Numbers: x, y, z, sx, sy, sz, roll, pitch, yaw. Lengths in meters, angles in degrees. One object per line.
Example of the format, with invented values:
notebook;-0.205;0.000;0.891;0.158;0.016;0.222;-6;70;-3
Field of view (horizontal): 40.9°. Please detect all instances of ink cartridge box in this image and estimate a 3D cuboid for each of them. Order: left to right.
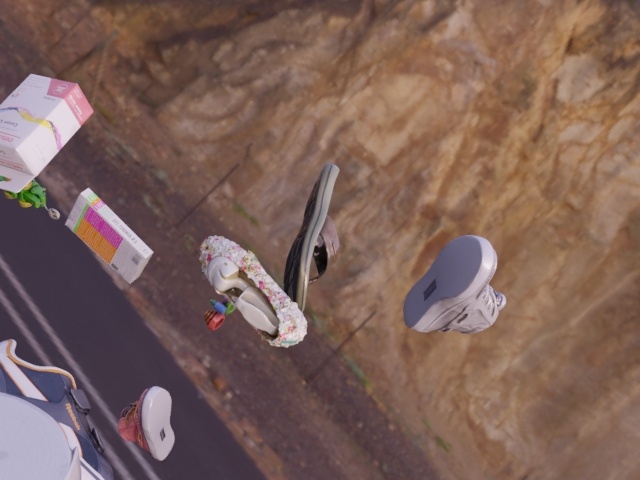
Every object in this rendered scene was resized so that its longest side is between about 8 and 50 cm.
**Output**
ink cartridge box;-0.481;-0.177;1.399;0.115;0.198;0.067;15;-33;28

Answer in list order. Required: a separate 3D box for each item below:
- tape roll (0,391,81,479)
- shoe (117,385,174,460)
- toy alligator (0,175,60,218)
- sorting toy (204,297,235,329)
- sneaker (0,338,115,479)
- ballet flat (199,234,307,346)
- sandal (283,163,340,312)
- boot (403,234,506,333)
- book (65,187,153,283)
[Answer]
tape roll;-0.420;0.249;0.777;0.392;0.391;0.072;-134;-138;-66
shoe;-0.284;0.281;1.363;0.081;0.063;0.178;22;-40;16
toy alligator;-0.583;-0.099;1.735;0.189;0.051;0.056;28;-47;17
sorting toy;-0.225;0.151;1.916;0.042;0.102;0.061;37;-12;16
sneaker;-0.365;0.265;1.195;0.321;0.126;0.127;45;45;-4
ballet flat;-0.119;0.077;1.354;0.241;0.091;0.077;40;27;20
sandal;0.001;-0.001;1.645;0.086;0.303;0.120;20;-12;-12
boot;0.232;0.073;1.314;0.123;0.095;0.258;8;-27;-17
book;-0.336;-0.006;1.369;0.144;0.035;0.096;45;-38;1
